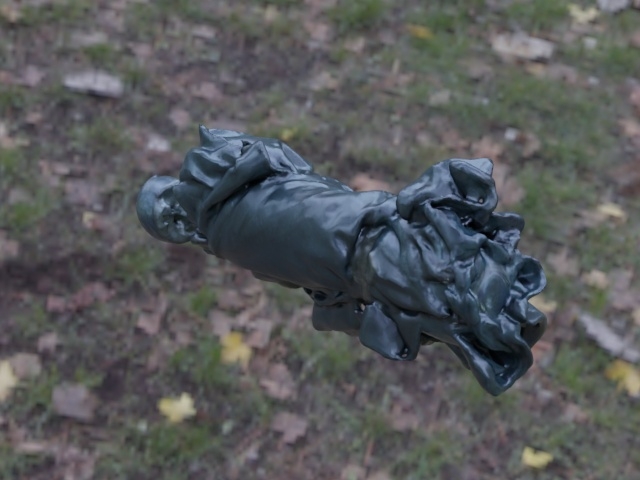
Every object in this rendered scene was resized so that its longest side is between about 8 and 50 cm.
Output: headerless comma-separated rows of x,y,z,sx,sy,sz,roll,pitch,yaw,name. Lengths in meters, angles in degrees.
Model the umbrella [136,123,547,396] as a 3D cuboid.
0.001,-0.003,0.954,0.094,0.143,0.349,-19,20,-37,umbrella
